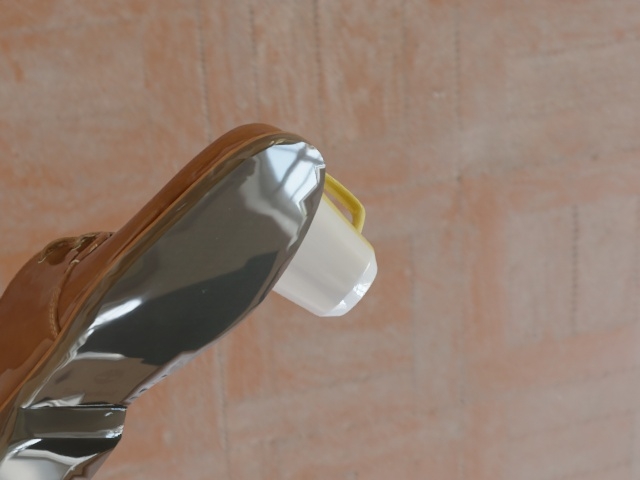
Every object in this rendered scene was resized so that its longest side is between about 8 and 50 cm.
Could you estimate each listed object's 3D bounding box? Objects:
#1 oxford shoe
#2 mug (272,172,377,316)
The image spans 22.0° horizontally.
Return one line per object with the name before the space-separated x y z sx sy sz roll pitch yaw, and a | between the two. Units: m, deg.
oxford shoe | -0.084 0.020 0.637 0.212 0.076 0.076 -44 144 22
mug | 0.000 0.002 0.876 0.064 0.062 0.078 39 77 -12
